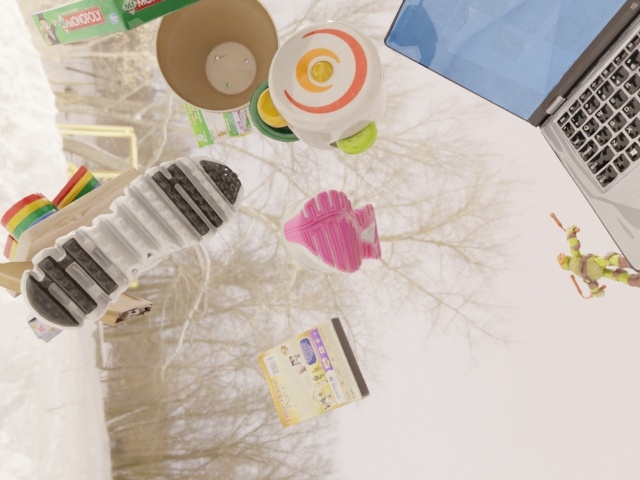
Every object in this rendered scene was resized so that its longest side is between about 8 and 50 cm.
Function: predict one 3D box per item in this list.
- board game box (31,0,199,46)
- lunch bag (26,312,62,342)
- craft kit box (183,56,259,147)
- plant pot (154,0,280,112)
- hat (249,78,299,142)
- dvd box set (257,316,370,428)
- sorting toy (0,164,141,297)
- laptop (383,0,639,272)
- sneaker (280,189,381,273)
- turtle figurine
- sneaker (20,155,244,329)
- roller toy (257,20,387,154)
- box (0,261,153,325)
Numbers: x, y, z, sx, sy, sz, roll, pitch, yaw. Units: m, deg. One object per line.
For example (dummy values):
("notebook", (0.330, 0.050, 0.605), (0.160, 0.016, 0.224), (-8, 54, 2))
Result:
("board game box", (-0.211, -0.358, 0.708), (0.213, 0.317, 0.046), (12, -47, 38))
("lunch bag", (-0.631, 0.180, 1.153), (0.083, 0.071, 0.053), (45, -16, 24))
("craft kit box", (-0.272, -0.415, 1.433), (0.061, 0.246, 0.250), (-71, 148, -67))
("plant pot", (-0.233, -0.442, 1.219), (0.191, 0.283, 0.285), (-94, -175, -84))
("hat", (-0.060, -0.278, 1.178), (0.173, 0.208, 0.183), (51, -12, 12))
("dvd box set", (-0.039, 0.510, 1.910), (0.420, 0.062, 0.308), (-34, -108, 33))
("sorting toy", (-0.513, -0.039, 0.994), (0.089, 0.257, 0.255), (46, -45, -5))
("laptop", (0.308, -0.229, 0.530), (0.382, 0.236, 0.408), (120, -39, -49))
("sneaker", (0.000, 0.000, 0.657), (0.252, 0.111, 0.103), (10, 71, -69))
("turtle figurine", (0.674, 0.052, 1.239), (0.217, 0.087, 0.270), (1, -58, 61))
("sneaker", (-0.222, -0.007, 0.614), (0.110, 0.292, 0.118), (56, -31, -8))
("roller toy", (0.012, -0.263, 0.856), (0.146, 0.209, 0.191), (32, 77, -76))
("box", (-0.366, 0.074, 0.735), (0.164, 0.201, 0.021), (146, -36, -86))
